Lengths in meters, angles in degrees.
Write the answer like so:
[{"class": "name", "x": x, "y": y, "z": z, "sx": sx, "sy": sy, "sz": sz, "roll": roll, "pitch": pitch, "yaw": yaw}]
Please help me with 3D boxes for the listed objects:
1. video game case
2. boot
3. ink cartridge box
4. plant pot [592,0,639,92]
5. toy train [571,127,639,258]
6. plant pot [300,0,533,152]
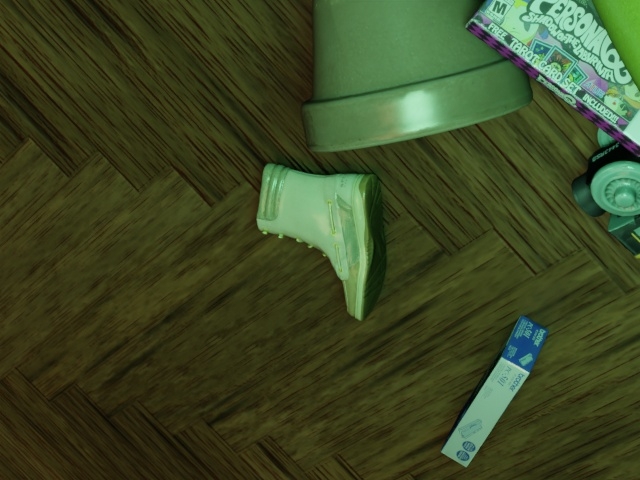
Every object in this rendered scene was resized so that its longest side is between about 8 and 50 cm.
[{"class": "video game case", "x": 0.305, "y": -0.239, "z": 1.443, "sx": 0.232, "sy": 0.210, "sz": 0.042, "roll": 37, "pitch": 172, "yaw": 0}, {"class": "boot", "x": 0.000, "y": 0.000, "z": 1.840, "sx": 0.165, "sy": 0.077, "sz": 0.213, "roll": 9, "pitch": 121, "yaw": 21}, {"class": "ink cartridge box", "x": 0.234, "y": 0.204, "z": 1.847, "sx": 0.046, "sy": 0.097, "sz": 0.207, "roll": 30, "pitch": 131, "yaw": 6}, {"class": "plant pot", "x": 0.351, "y": -0.301, "z": 1.313, "sx": 0.293, "sy": 0.274, "sz": 0.275, "roll": 58, "pitch": 138, "yaw": 28}, {"class": "toy train", "x": 0.444, "y": -0.094, "z": 1.512, "sx": 0.190, "sy": 0.142, "sz": 0.334, "roll": 40, "pitch": 130, "yaw": -21}, {"class": "plant pot", "x": 0.086, "y": -0.237, "z": 1.539, "sx": 0.263, "sy": 0.263, "sz": 0.229, "roll": -9, "pitch": 100, "yaw": 32}]
